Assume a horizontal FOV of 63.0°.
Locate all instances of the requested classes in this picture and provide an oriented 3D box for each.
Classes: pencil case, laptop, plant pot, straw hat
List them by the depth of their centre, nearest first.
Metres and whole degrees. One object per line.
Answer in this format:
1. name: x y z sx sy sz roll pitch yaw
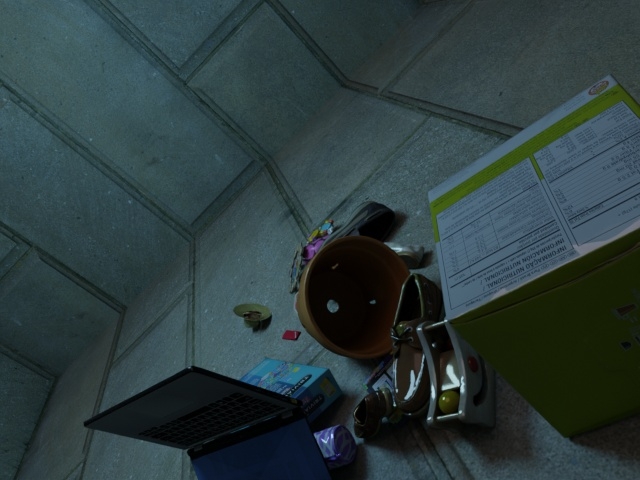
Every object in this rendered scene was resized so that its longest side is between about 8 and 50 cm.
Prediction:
1. laptop: -0.206 0.462 1.019 0.382 0.408 0.236 -32 44 32
2. pencil case: -0.019 0.474 1.143 0.206 0.086 0.088 -35 0 27
3. plant pot: 0.065 0.154 1.306 0.291 0.291 0.203 -59 9 -24
4. pencil case: 0.026 0.031 1.759 0.209 0.095 0.098 -27 48 43
5. straw hat: -0.244 0.278 1.851 0.144 0.145 0.061 -133 46 -66

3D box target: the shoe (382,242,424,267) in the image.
1. shoe: 0.199 0.043 1.469 0.219 0.076 0.058 -3 46 48

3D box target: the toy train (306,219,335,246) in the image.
1. toy train: 0.000 0.000 1.906 0.166 0.046 0.125 -40 26 23

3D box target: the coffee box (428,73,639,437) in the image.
1. coffee box: 0.408 0.032 0.800 0.338 0.337 0.334 -34 28 27

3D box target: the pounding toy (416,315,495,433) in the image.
1. pounding toy: 0.279 0.213 0.964 0.155 0.154 0.269 -28 31 37

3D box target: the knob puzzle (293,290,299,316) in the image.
1. knob puzzle: -0.032 0.170 1.710 0.213 0.030 0.213 -38 26 22

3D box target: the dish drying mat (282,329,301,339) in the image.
1. dish drying mat: -0.093 0.297 1.642 0.083 0.008 0.032 -9 45 55

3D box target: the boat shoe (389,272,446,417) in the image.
1. boat shoe: 0.186 0.205 1.077 0.111 0.104 0.307 -25 33 36

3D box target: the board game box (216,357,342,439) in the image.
1. board game box: -0.140 0.417 1.326 0.254 0.079 0.336 -35 13 -31

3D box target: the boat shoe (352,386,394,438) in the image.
1. boat shoe: 0.094 0.358 1.077 0.178 0.060 0.064 109 153 -46

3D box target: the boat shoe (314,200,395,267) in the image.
1. boat shoe: 0.101 0.018 1.598 0.355 0.132 0.130 -55 26 -16

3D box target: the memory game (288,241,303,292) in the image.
1. memory game: -0.088 0.093 1.830 0.186 0.012 0.186 -169 90 -79

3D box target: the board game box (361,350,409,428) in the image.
1. board game box: 0.185 0.295 1.128 0.170 0.048 0.141 -47 26 0
